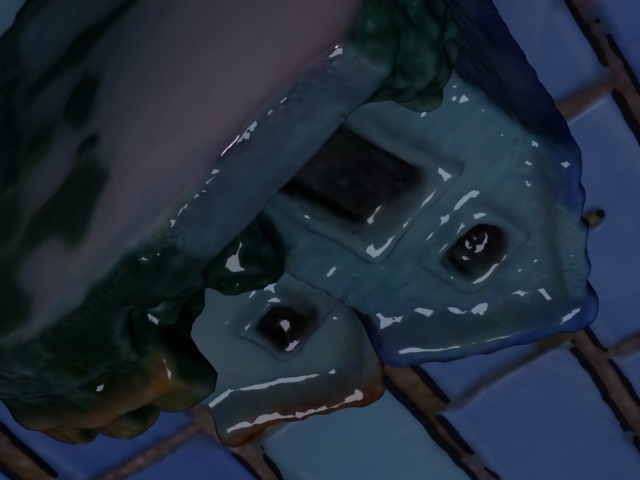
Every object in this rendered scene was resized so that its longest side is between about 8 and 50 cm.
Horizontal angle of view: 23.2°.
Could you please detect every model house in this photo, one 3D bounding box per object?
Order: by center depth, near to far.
[{"bbox_3d":[0.000,0.000,0.800,0.329,0.251,0.295,31,110,-38],"label":"model house"}]
